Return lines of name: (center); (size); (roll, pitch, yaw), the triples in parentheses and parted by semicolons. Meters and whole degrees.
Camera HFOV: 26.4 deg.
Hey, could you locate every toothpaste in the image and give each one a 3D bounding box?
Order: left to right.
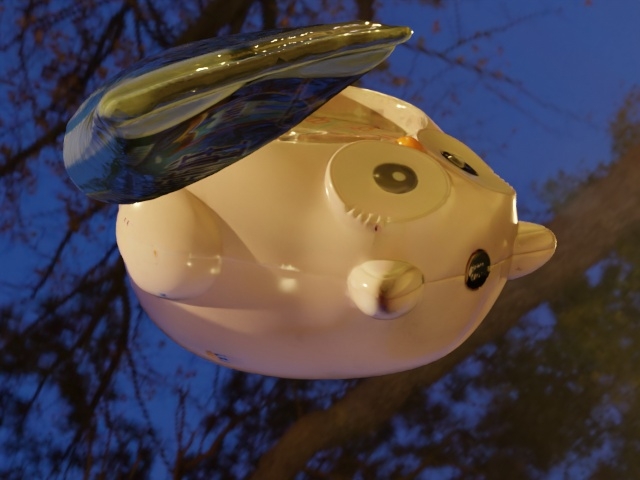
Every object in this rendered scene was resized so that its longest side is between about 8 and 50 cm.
toothpaste: (-0.066, -0.049, 0.586); (0.099, 0.392, 0.061); (-18, -85, -15)

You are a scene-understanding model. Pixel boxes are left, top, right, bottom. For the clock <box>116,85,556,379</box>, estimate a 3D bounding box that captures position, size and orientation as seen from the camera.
clock: (0.000, 0.000, 1.310); (0.377, 0.250, 0.368); (20, -156, 39)
